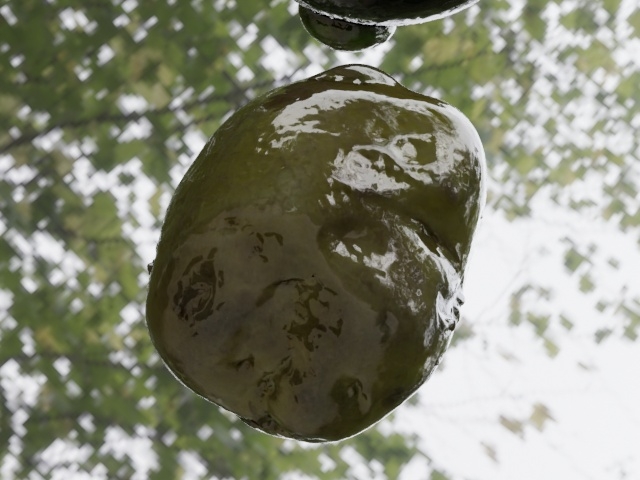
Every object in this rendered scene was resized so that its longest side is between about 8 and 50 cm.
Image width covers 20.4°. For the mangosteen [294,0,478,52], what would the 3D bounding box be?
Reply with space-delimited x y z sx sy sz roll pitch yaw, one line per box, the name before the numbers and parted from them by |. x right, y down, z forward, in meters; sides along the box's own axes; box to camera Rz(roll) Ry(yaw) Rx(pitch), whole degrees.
mangosteen | 0.042 -0.234 1.160 0.216 0.216 0.216 20 -47 23

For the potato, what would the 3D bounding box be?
potato | -0.001 0.002 0.912 0.154 0.200 0.137 32 -29 -15
